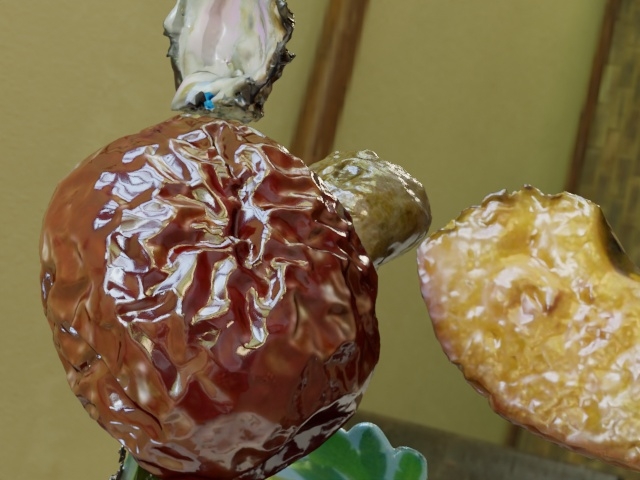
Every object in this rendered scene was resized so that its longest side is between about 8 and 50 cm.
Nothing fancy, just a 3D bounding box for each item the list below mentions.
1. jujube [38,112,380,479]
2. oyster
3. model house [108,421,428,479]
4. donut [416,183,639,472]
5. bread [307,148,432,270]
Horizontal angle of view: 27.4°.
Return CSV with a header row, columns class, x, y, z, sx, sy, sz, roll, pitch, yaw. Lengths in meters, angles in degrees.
class,x,y,z,sx,sy,sz,roll,pitch,yaw
jujube,-0.068,0.035,0.852,0.213,0.232,0.213,-30,-20,-12
oyster,-0.096,-0.206,1.384,0.092,0.198,0.259,7,-44,-34
model house,-0.036,0.305,1.060,0.242,0.313,0.357,45,-114,-84
donut,0.330,0.033,1.139,0.435,0.377,0.163,-33,-24,8
bread,0.000,0.000,1.282,0.230,0.123,0.230,-37,-2,-2
